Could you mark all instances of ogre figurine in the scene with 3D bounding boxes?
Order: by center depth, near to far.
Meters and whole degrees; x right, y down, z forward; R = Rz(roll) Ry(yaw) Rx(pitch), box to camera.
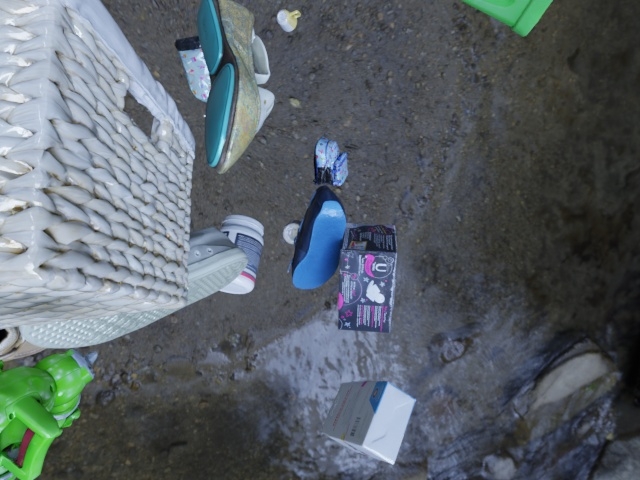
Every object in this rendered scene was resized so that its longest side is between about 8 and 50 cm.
[{"bbox_3d":[-0.237,0.138,0.295,0.118,0.097,0.197,-49,153,15],"label":"ogre figurine"}]

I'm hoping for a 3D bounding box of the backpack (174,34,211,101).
[{"bbox_3d":[-0.339,-0.502,1.232,0.151,0.115,0.182,-8,120,4],"label":"backpack"}]

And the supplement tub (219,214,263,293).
[{"bbox_3d":[-0.332,0.057,1.654,0.191,0.191,0.272,19,64,-20],"label":"supplement tub"}]

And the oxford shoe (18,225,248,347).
[{"bbox_3d":[-0.320,0.067,0.777,0.130,0.449,0.169,48,121,12],"label":"oxford shoe"}]

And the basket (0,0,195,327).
[{"bbox_3d":[-0.332,-0.052,0.444,0.331,0.328,0.267,-7,77,0],"label":"basket"}]

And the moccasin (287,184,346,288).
[{"bbox_3d":[0.000,0.000,1.121,0.137,0.117,0.342,4,138,-20],"label":"moccasin"}]

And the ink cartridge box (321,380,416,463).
[{"bbox_3d":[0.075,0.303,0.717,0.061,0.181,0.104,33,64,-8],"label":"ink cartridge box"}]

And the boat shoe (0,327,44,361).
[{"bbox_3d":[-0.522,0.150,0.656,0.110,0.341,0.122,15,80,8],"label":"boat shoe"}]

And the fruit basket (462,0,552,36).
[{"bbox_3d":[0.477,-0.626,0.813,0.391,0.283,0.392,2,71,-6],"label":"fruit basket"}]

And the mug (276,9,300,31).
[{"bbox_3d":[-0.114,-0.754,1.416,0.062,0.064,0.078,41,109,4],"label":"mug"}]

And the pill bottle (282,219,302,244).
[{"bbox_3d":[-0.079,-0.029,1.315,0.067,0.120,0.067,0,100,2],"label":"pill bottle"}]

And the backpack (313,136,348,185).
[{"bbox_3d":[0.038,-0.317,1.650,0.116,0.158,0.173,4,119,17],"label":"backpack"}]

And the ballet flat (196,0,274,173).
[{"bbox_3d":[-0.136,-0.266,0.705,0.123,0.123,0.349,-5,67,-14],"label":"ballet flat"}]

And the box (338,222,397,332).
[{"bbox_3d":[0.125,0.096,1.111,0.142,0.163,0.247,4,118,6],"label":"box"}]
